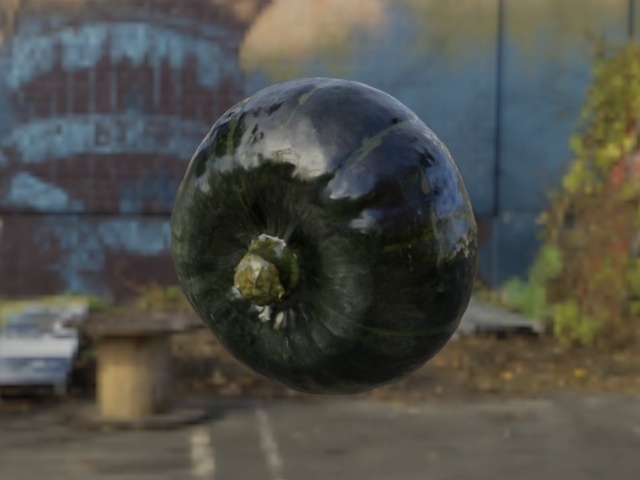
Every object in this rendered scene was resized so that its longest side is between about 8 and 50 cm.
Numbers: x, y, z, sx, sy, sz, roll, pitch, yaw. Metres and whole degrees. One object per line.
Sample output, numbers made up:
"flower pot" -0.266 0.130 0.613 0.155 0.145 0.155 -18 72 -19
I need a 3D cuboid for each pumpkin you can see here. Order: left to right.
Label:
"pumpkin" 0.002 -0.001 0.895 0.167 0.167 0.125 2 -2 21
